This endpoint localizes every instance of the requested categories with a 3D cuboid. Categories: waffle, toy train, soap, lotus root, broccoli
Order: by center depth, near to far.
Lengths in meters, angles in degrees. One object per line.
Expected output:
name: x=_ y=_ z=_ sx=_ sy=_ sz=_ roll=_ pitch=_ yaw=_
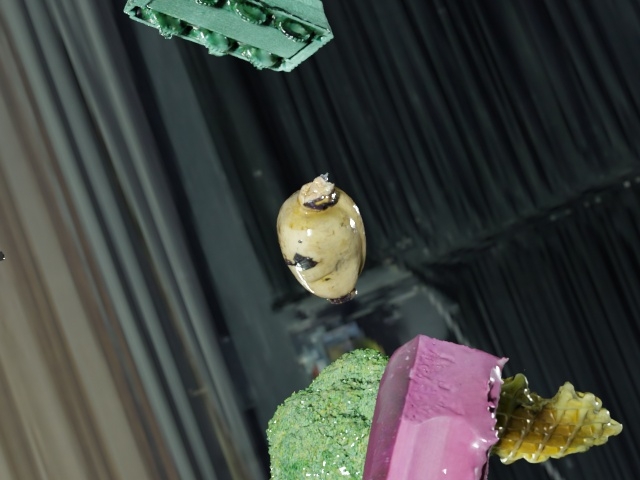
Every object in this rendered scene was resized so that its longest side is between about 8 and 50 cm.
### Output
soap: x=0.105 y=0.266 z=1.298 sx=0.127 sy=0.325 sz=0.220 roll=9 pitch=157 yaw=8
toy train: x=-0.135 y=-0.374 z=1.881 sx=0.330 sy=0.178 sz=0.138 roll=14 pitch=148 yaw=-37
broccoli: x=0.077 y=0.349 z=1.891 sx=0.413 sy=0.310 sz=0.321 roll=-27 pitch=-158 yaw=32
waffle: x=0.350 y=0.299 z=2.082 sx=0.261 sy=0.056 sz=0.250 roll=-25 pitch=132 yaw=35
lotus root: x=0.000 y=0.000 z=2.155 sx=0.140 sy=0.257 sz=0.154 roll=9 pitch=-137 yaw=29

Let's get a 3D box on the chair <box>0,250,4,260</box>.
chair: x=-0.499 y=0.038 z=1.535 sx=0.084 sy=0.101 sz=0.212 roll=-32 pitch=-177 yaw=40
